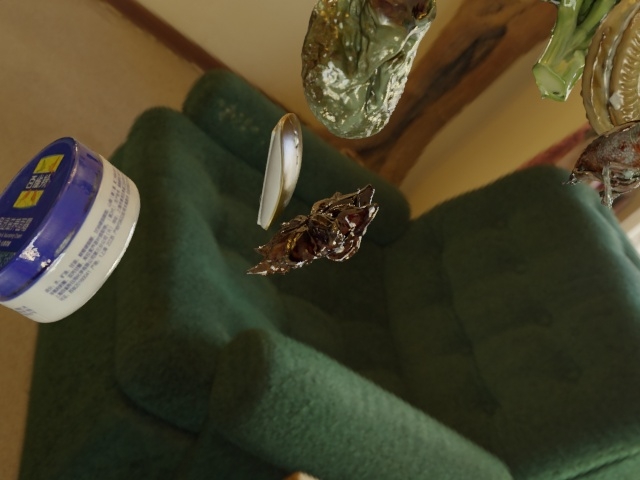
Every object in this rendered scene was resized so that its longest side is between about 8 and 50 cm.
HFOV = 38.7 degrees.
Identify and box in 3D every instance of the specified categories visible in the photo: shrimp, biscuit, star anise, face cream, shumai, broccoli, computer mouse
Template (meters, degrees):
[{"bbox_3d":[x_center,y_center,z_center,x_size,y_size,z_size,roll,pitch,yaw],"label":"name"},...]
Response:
[{"bbox_3d":[0.306,-0.079,0.925,0.075,0.190,0.073,-25,89,-28],"label":"shrimp"},{"bbox_3d":[0.496,-0.256,1.348,0.259,0.259,0.079,25,5,-39],"label":"biscuit"},{"bbox_3d":[0.000,0.000,1.548,0.102,0.272,0.272,58,21,-13],"label":"star anise"},{"bbox_3d":[-0.307,-0.010,1.065,0.111,0.206,0.206,38,24,-34],"label":"face cream"},{"bbox_3d":[0.097,-0.297,1.536,0.222,0.204,0.271,-36,124,-30],"label":"shumai"},{"bbox_3d":[0.539,-0.414,1.727,0.375,0.249,0.302,55,40,-39],"label":"broccoli"},{"bbox_3d":[-0.062,-0.111,1.505,0.045,0.199,0.102,17,27,9],"label":"computer mouse"}]
